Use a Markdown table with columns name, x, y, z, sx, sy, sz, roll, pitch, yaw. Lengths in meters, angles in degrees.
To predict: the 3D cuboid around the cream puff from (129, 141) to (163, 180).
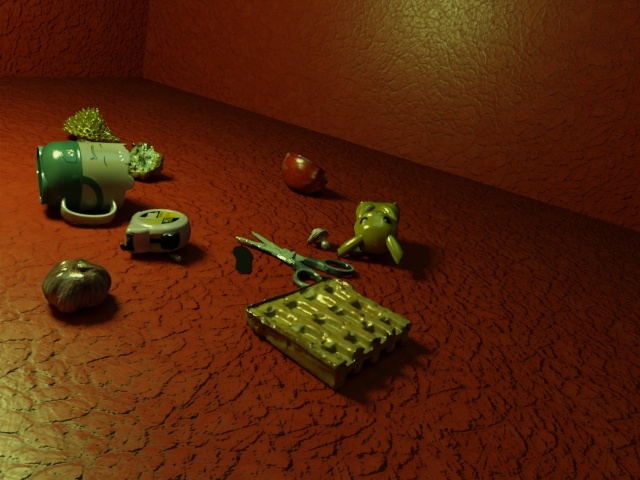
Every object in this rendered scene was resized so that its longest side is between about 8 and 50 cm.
| name | x | y | z | sx | sy | sz | roll | pitch | yaw |
| --- | --- | --- | --- | --- | --- | --- | --- | --- | --- |
| cream puff | -0.688 | -0.296 | 2.130 | 0.156 | 0.121 | 0.156 | 11 | 65 | -24 |

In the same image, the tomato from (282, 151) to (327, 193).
| name | x | y | z | sx | sy | sz | roll | pitch | yaw |
| --- | --- | --- | --- | --- | --- | --- | --- | --- | --- |
| tomato | -0.083 | -0.278 | 2.388 | 0.200 | 0.139 | 0.233 | 30 | -8 | 21 |

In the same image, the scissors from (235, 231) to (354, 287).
| name | x | y | z | sx | sy | sz | roll | pitch | yaw |
| --- | --- | --- | --- | --- | --- | --- | --- | --- | --- |
| scissors | -0.098 | 0.049 | 1.721 | 0.383 | 0.029 | 0.256 | 24 | 24 | 29 |

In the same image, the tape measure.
| name | x | y | z | sx | sy | sz | roll | pitch | yaw |
| --- | --- | --- | --- | --- | --- | --- | --- | --- | --- |
| tape measure | -0.471 | -0.019 | 1.593 | 0.178 | 0.105 | 0.196 | 3 | 21 | -6 |

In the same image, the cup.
| name | x | y | z | sx | sy | sz | roll | pitch | yaw |
| --- | --- | --- | --- | --- | --- | --- | --- | --- | --- |
| cup | -0.733 | -0.176 | 1.706 | 0.258 | 0.219 | 0.289 | -2 | 58 | -32 |

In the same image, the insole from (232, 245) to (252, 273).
| name | x | y | z | sx | sy | sz | roll | pitch | yaw |
| --- | --- | --- | --- | --- | --- | --- | --- | --- | --- |
| insole | -0.236 | 0.057 | 1.656 | 0.064 | 0.004 | 0.188 | 8 | 22 | -12 |

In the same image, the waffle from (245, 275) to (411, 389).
| name | x | y | z | sx | sy | sz | roll | pitch | yaw |
| --- | --- | --- | --- | --- | --- | --- | --- | --- | --- |
| waffle | 0.025 | 0.204 | 1.347 | 0.304 | 0.077 | 0.348 | 27 | 26 | 33 |

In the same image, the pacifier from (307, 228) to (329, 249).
| name | x | y | z | sx | sy | sz | roll | pitch | yaw |
| --- | --- | --- | --- | --- | --- | --- | --- | --- | --- |
| pacifier | 0.000 | 0.000 | 1.869 | 0.078 | 0.081 | 0.099 | 54 | 10 | 10 |

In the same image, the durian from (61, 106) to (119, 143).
| name | x | y | z | sx | sy | sz | roll | pitch | yaw |
| --- | --- | --- | --- | --- | --- | --- | --- | --- | --- |
| durian | -1.010 | -0.480 | 2.392 | 0.306 | 0.166 | 0.172 | 20 | 52 | 32 |

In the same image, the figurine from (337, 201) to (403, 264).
| name | x | y | z | sx | sy | sz | roll | pitch | yaw |
| --- | --- | --- | --- | --- | --- | --- | --- | --- | --- |
| figurine | 0.183 | -0.035 | 1.908 | 0.218 | 0.169 | 0.327 | 0 | 17 | 10 |

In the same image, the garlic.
| name | x | y | z | sx | sy | sz | roll | pitch | yaw |
| --- | --- | --- | --- | --- | --- | --- | --- | --- | --- |
| garlic | -0.555 | 0.095 | 1.252 | 0.147 | 0.102 | 0.159 | 17 | 22 | 15 |
